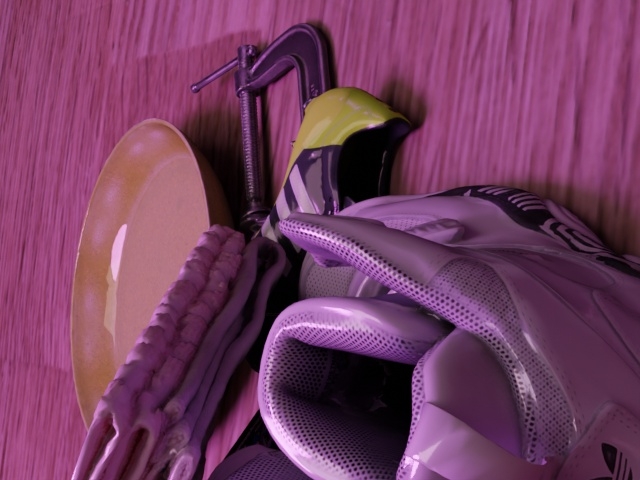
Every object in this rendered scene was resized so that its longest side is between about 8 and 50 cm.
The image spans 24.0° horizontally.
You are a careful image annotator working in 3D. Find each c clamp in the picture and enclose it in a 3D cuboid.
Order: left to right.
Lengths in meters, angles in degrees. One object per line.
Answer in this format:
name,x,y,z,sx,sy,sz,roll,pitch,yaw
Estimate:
c clamp,-0.032,-0.068,0.971,0.137,0.022,0.161,-37,51,40

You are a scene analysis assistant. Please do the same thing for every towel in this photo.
towel,-0.102,0.170,0.736,0.332,0.053,0.317,-71,2,-76

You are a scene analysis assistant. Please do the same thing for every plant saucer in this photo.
plant saucer,-0.113,0.037,1.038,0.241,0.037,0.241,-16,71,59

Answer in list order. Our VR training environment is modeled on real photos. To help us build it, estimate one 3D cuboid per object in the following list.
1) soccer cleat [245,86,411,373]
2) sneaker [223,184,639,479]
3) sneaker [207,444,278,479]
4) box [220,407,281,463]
soccer cleat,0.000,0.000,0.864,0.072,0.060,0.179,28,104,48
sneaker,0.039,0.042,0.643,0.366,0.210,0.137,25,103,57
sneaker,0.070,0.191,0.615,0.305,0.114,0.152,50,120,19
box,-0.006,0.182,0.831,0.191,0.045,0.184,-56,38,34
